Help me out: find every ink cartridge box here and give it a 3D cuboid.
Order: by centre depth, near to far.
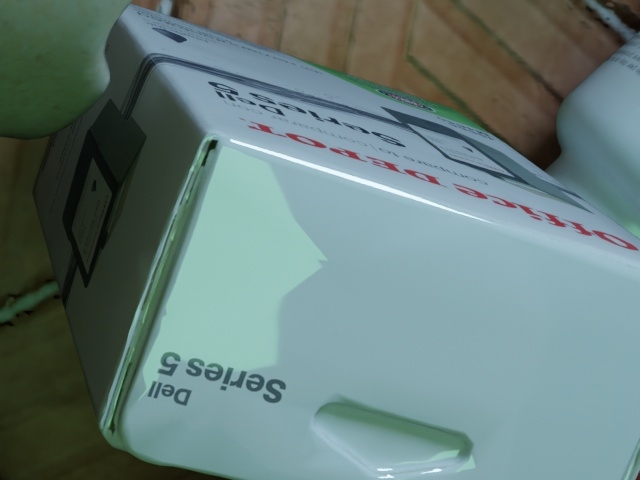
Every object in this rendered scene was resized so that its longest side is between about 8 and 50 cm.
[{"bbox_3d":[0.000,0.000,0.613,0.198,0.273,0.114,16,103,-21],"label":"ink cartridge box"}]

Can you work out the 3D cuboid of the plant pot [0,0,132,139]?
[{"bbox_3d":[-0.217,-0.162,0.495,0.306,0.334,0.333,8,106,-29],"label":"plant pot"}]

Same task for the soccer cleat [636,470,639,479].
[{"bbox_3d":[0.223,0.067,0.709,0.248,0.083,0.095,-12,70,-33],"label":"soccer cleat"}]

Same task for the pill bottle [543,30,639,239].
[{"bbox_3d":[0.191,-0.046,0.729,0.229,0.131,0.131,-41,114,2],"label":"pill bottle"}]
